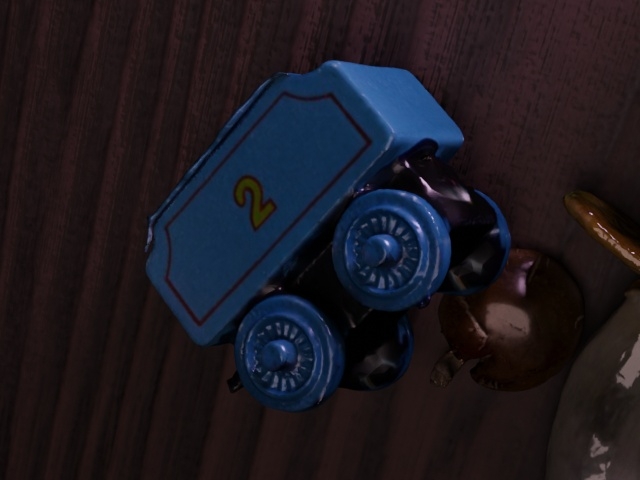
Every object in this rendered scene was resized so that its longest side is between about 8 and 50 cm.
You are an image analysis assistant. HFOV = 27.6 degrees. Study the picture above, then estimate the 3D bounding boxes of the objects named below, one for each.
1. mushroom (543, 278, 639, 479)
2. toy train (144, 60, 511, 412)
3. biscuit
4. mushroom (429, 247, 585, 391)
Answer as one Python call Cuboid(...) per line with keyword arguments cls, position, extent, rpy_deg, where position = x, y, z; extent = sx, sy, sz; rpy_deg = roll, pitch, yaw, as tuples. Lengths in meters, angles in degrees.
Cuboid(cls="mushroom", position=(0.269, 0.202, 1.236), extent=(0.109, 0.097, 0.351), rpy_deg=(19, 113, 28))
Cuboid(cls="toy train", position=(0.000, 0.000, 1.199), extent=(0.300, 0.188, 0.265), rpy_deg=(-47, 70, 25))
Cuboid(cls="biscuit", position=(0.314, 0.037, 1.155), extent=(0.247, 0.118, 0.029), rpy_deg=(38, 110, 4))
Cuboid(cls="mushroom", position=(0.169, 0.085, 1.243), extent=(0.170, 0.080, 0.135), rpy_deg=(-44, 80, 22))
